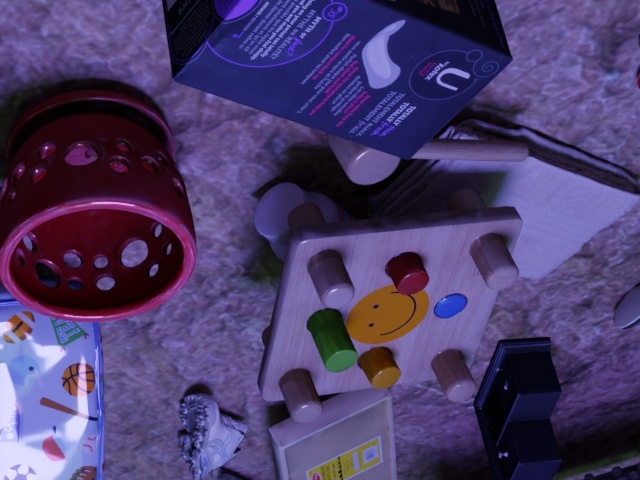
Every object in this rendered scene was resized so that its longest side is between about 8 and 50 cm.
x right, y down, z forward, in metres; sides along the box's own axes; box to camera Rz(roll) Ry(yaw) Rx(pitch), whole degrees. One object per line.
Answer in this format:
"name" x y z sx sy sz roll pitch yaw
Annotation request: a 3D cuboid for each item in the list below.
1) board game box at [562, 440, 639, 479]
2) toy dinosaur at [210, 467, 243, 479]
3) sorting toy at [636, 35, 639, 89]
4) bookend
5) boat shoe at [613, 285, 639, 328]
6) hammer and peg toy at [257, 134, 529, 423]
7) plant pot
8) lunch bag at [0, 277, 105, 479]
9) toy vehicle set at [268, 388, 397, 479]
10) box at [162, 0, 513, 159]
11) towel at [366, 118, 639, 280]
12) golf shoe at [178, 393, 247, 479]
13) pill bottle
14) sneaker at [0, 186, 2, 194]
"board game box" 0.338 0.359 2.153 0.390 0.050 0.390 -18 180 7
"toy dinosaur" -0.109 0.383 2.221 0.118 0.064 0.268 -42 140 13
"sorting toy" 0.362 -0.182 1.626 0.061 0.042 0.102 -11 143 -2
"bookend" 0.268 0.237 2.057 0.072 0.157 0.156 -3 143 -13
"boat shoe" 0.421 0.071 1.971 0.042 0.049 0.133 23 127 -27
"hammer and peg toy" 0.086 0.033 1.635 0.266 0.127 0.361 -5 136 -20
"plant pot" -0.224 -0.041 1.535 0.191 0.174 0.191 -8 144 -6
"lunch bag" -0.363 0.180 1.739 0.243 0.115 0.303 -3 103 -15
"toy vehicle set" 0.022 0.300 2.132 0.166 0.035 0.267 -23 145 -13
"box" 0.012 -0.204 1.412 0.270 0.143 0.165 17 137 -34
"towel" 0.205 -0.043 1.764 0.282 0.049 0.187 17 136 -35
"golf shoe" -0.136 0.242 2.043 0.086 0.069 0.176 -19 152 -19
"pill bottle" 0.000 0.000 1.727 0.087 0.087 0.160 -29 141 22
"sneaker" -0.450 0.032 1.605 0.236 0.130 0.323 21 127 -31
